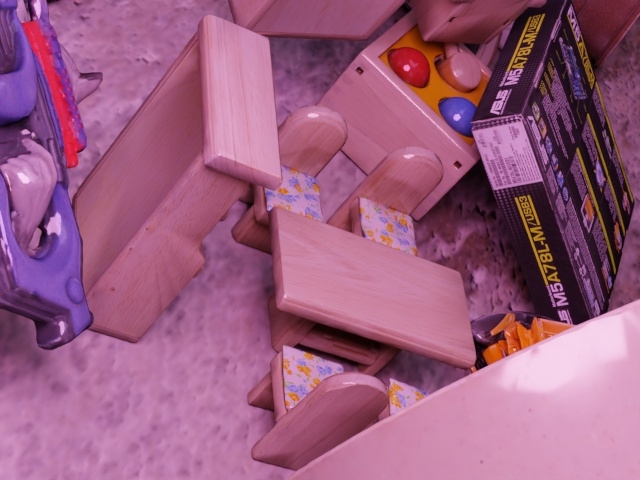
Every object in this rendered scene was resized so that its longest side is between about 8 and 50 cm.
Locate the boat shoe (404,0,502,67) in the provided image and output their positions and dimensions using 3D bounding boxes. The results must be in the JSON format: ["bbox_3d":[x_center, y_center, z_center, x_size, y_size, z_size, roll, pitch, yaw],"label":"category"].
[{"bbox_3d":[0.067,-0.247,1.290,0.092,0.103,0.285,0,56,-24],"label":"boat shoe"}]

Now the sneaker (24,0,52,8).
[{"bbox_3d":[-0.234,-0.196,0.991,0.132,0.086,0.229,42,27,6],"label":"sneaker"}]

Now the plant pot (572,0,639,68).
[{"bbox_3d":[0.223,-0.263,1.399,0.165,0.167,0.167,35,37,4],"label":"plant pot"}]

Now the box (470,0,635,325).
[{"bbox_3d":[0.172,-0.053,1.160,0.184,0.045,0.190,-66,139,-52],"label":"box"}]

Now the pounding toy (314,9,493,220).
[{"bbox_3d":[0.078,-0.115,1.164,0.130,0.100,0.141,44,37,1],"label":"pounding toy"}]

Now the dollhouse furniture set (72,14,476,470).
[{"bbox_3d":[0.000,0.000,0.934,0.242,0.161,0.212,20,43,-27],"label":"dollhouse furniture set"}]

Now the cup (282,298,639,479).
[{"bbox_3d":[0.151,0.182,0.762,0.331,0.331,0.237,-8,66,-45],"label":"cup"}]

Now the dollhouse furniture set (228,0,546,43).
[{"bbox_3d":[0.000,-0.330,1.073,0.303,0.174,0.355,-1,66,-33],"label":"dollhouse furniture set"}]

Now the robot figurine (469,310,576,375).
[{"bbox_3d":[0.215,0.138,1.057,0.291,0.085,0.211,19,43,-28],"label":"robot figurine"}]

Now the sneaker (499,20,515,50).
[{"bbox_3d":[0.150,-0.207,1.325,0.152,0.054,0.061,61,8,-4],"label":"sneaker"}]

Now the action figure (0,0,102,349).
[{"bbox_3d":[-0.254,-0.097,0.799,0.330,0.179,0.341,-5,82,-50],"label":"action figure"}]
